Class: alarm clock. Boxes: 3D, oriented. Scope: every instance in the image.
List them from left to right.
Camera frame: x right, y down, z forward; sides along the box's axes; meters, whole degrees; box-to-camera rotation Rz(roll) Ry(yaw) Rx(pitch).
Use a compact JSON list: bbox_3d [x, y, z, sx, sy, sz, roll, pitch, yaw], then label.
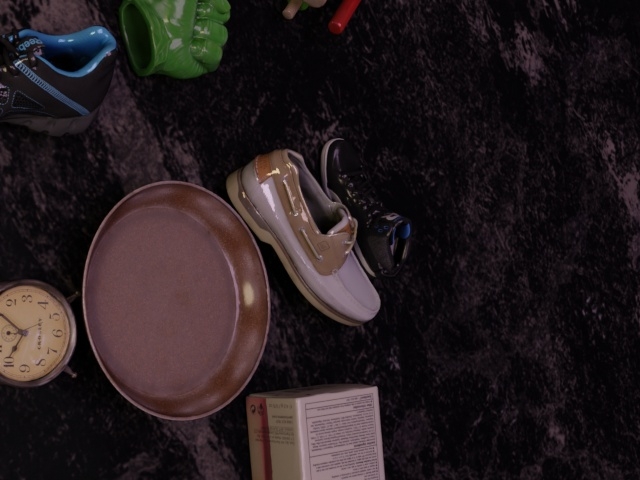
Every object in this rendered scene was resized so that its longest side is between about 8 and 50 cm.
[{"bbox_3d":[-0.377,0.109,1.472,0.192,0.064,0.129,7,84,-42],"label":"alarm clock"}]

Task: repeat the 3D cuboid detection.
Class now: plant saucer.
[{"bbox_3d":[-0.193,0.079,1.614,0.311,0.050,0.310,9,77,-44],"label":"plant saucer"}]

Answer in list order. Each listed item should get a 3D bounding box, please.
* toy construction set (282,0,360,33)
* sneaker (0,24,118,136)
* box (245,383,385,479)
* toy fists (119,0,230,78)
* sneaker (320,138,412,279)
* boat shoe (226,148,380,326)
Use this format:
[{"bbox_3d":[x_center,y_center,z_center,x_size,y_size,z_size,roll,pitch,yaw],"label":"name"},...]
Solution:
[{"bbox_3d":[0.004,-0.486,1.759,0.237,0.257,0.309,-61,142,-39],"label":"toy construction set"},{"bbox_3d":[-0.392,-0.193,1.429,0.341,0.139,0.125,-15,65,-43],"label":"sneaker"},{"bbox_3d":[-0.004,0.321,1.707,0.149,0.127,0.232,-2,87,-39],"label":"box"},{"bbox_3d":[-0.199,-0.354,1.642,0.142,0.096,0.279,-18,95,-39],"label":"toy fists"},{"bbox_3d":[0.078,-0.051,1.811,0.079,0.121,0.216,-18,97,-39],"label":"sneaker"},{"bbox_3d":[0.000,0.000,1.735,0.302,0.103,0.113,48,26,-25],"label":"boat shoe"}]
